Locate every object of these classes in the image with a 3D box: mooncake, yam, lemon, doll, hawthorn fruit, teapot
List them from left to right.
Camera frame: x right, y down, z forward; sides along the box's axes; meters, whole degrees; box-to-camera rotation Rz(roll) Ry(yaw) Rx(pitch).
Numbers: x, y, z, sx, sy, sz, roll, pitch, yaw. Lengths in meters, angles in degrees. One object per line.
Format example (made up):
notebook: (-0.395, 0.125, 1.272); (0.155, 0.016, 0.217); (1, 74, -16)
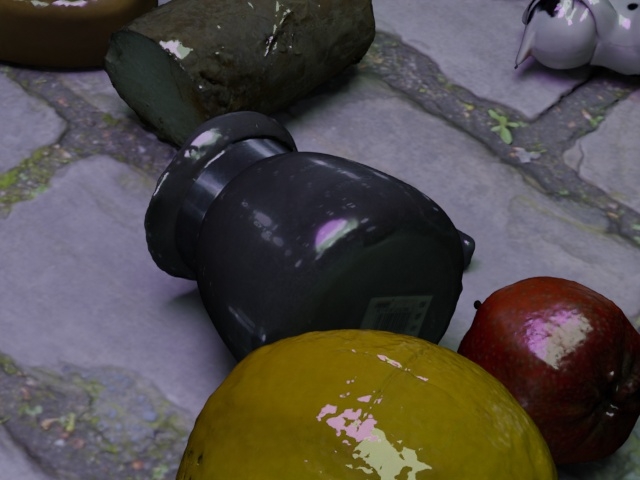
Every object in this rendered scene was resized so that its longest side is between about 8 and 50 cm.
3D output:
mooncake: (-0.285, -0.288, 1.903); (0.235, 0.117, 0.235); (1, 42, -1)
yam: (-0.065, -0.217, 1.806); (0.304, 0.168, 0.168); (-32, 54, -29)
teapot: (-0.005, -0.015, 1.577); (0.305, 0.223, 0.285); (-31, 47, -25)
lemon: (0.034, 0.206, 1.305); (0.297, 0.297, 0.297); (1, 45, -1)
hawthorn fruit: (0.191, 0.103, 1.507); (0.157, 0.157, 0.194); (-26, 41, -25)
doll: (0.308, -0.233, 1.872); (0.181, 0.107, 0.110); (8, 37, 5)
